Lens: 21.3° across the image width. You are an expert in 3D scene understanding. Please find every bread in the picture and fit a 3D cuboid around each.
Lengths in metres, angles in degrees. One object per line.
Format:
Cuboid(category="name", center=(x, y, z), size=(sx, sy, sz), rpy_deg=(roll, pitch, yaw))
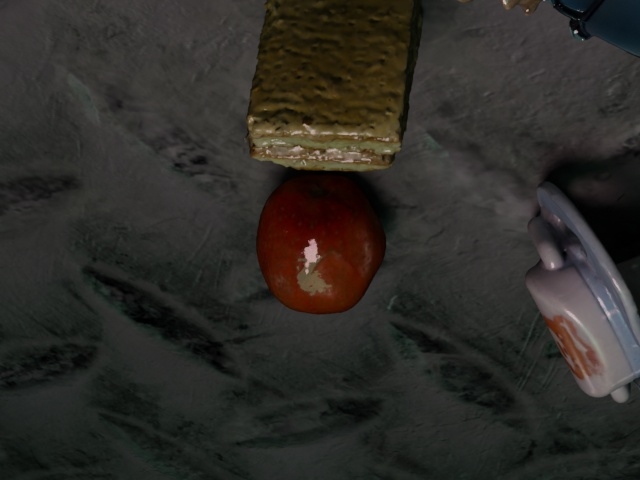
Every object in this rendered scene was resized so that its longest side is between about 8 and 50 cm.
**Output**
Cuboid(category="bread", center=(0.013, -0.144, 1.415), size=(0.138, 0.196, 0.102), rpy_deg=(0, 147, 11))

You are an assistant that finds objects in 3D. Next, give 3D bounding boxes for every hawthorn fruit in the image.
Cuboid(category="hawthorn fruit", center=(0.000, 0.000, 1.686), size=(0.133, 0.133, 0.138), rpy_deg=(3, 134, 15))

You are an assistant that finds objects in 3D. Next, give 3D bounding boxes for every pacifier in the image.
Cuboid(category="pacifier", center=(0.310, 0.037, 1.629), size=(0.207, 0.227, 0.279), rpy_deg=(-29, 115, 2))

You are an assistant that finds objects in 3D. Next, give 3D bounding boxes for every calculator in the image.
Cuboid(category="calculator", center=(0.250, -0.191, 1.420), size=(0.141, 0.019, 0.094), rpy_deg=(23, 144, -11))

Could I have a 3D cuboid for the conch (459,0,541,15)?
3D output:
Cuboid(category="conch", center=(0.143, -0.279, 1.220), size=(0.245, 0.163, 0.178), rpy_deg=(-44, 138, 19))
